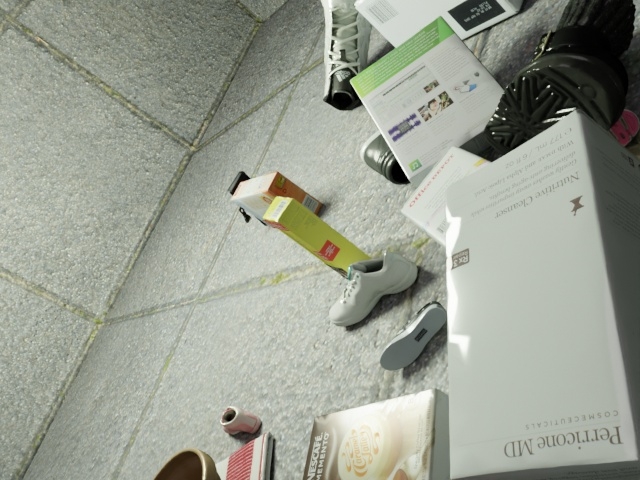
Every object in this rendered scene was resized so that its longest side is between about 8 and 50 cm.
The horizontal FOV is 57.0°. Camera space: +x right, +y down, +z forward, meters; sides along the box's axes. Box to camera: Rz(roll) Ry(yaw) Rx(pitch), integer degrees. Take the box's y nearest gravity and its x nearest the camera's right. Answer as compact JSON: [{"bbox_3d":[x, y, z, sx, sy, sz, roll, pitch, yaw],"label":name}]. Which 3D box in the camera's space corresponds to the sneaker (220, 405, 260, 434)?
[{"bbox_3d":[-0.188,0.377,1.247,0.134,0.070,0.051,-20,45,51],"label":"sneaker"}]

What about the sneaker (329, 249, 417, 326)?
[{"bbox_3d":[0.076,0.083,1.112,0.212,0.094,0.080,-40,32,30],"label":"sneaker"}]

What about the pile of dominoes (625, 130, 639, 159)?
[{"bbox_3d":[0.459,-0.079,0.743,0.251,0.040,0.196,-50,25,-7],"label":"pile of dominoes"}]

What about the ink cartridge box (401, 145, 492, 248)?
[{"bbox_3d":[0.248,-0.053,0.982,0.154,0.093,0.212,-51,28,7],"label":"ink cartridge box"}]

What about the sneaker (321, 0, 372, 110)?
[{"bbox_3d":[0.084,-0.535,1.593,0.448,0.169,0.258,87,-179,-57],"label":"sneaker"}]

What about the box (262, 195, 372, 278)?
[{"bbox_3d":[0.000,0.000,1.179,0.058,0.232,0.087,-57,27,-9],"label":"box"}]

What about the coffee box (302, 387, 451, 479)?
[{"bbox_3d":[0.091,0.309,0.818,0.246,0.098,0.141,-30,36,42],"label":"coffee box"}]

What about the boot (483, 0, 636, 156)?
[{"bbox_3d":[0.372,-0.258,0.836,0.260,0.131,0.348,-50,1,-2],"label":"boot"}]

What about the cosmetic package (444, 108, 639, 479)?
[{"bbox_3d":[0.268,0.079,0.666,0.217,0.156,0.385,-34,40,44],"label":"cosmetic package"}]

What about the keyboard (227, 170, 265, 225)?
[{"bbox_3d":[-0.206,-0.110,1.725,0.023,0.180,0.108,9,64,40],"label":"keyboard"}]

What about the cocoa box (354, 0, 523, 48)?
[{"bbox_3d":[0.299,-0.627,1.400,0.347,0.231,0.228,-8,51,57],"label":"cocoa box"}]

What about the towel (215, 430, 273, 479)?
[{"bbox_3d":[-0.208,0.539,1.135,0.329,0.037,0.237,-40,28,26],"label":"towel"}]

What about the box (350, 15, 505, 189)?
[{"bbox_3d":[0.217,-0.278,1.164,0.232,0.058,0.322,-33,54,13],"label":"box"}]

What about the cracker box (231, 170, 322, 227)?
[{"bbox_3d":[-0.123,-0.105,1.597,0.232,0.155,0.067,-5,55,57],"label":"cracker box"}]

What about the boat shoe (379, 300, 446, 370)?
[{"bbox_3d":[0.151,0.156,0.962,0.142,0.049,0.040,-47,8,14],"label":"boat shoe"}]

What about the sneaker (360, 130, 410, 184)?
[{"bbox_3d":[0.226,-0.230,1.232,0.295,0.104,0.147,-42,42,13],"label":"sneaker"}]

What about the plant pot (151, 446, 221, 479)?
[{"bbox_3d":[-0.239,0.507,1.058,0.237,0.109,0.237,-41,26,25],"label":"plant pot"}]

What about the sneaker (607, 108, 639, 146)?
[{"bbox_3d":[0.392,-0.128,0.862,0.075,0.063,0.170,-43,-9,-51],"label":"sneaker"}]
